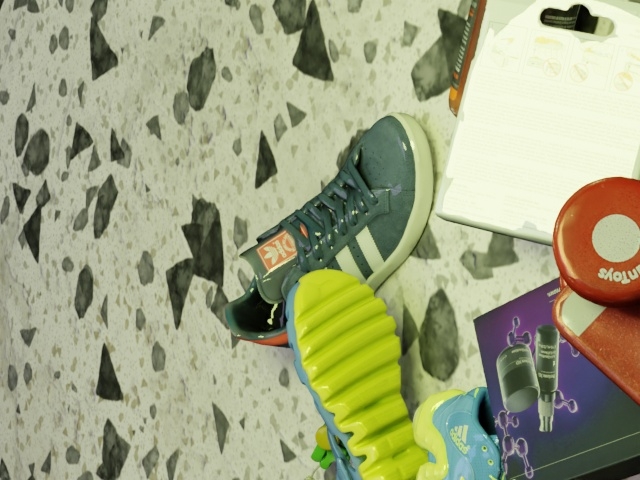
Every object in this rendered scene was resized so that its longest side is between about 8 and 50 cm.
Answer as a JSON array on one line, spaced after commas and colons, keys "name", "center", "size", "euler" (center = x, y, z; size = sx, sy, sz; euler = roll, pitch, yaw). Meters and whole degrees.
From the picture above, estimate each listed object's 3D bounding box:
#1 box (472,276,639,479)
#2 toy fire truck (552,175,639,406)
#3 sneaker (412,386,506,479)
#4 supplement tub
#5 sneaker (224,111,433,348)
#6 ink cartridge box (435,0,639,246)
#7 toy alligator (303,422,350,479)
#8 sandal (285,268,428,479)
[{"name": "box", "center": [0.268, 0.119, 1.605], "size": [0.261, 0.103, 0.184], "euler": [-33, 65, 52]}, {"name": "toy fire truck", "center": [0.339, 0.022, 1.395], "size": [0.302, 0.169, 0.254], "euler": [-45, 73, -4]}, {"name": "sneaker", "center": [0.158, 0.257, 1.778], "size": [0.126, 0.091, 0.240], "euler": [-38, 58, 50]}, {"name": "supplement tub", "center": [0.186, -0.173, 1.728], "size": [0.106, 0.106, 0.198], "euler": [37, 120, 51]}, {"name": "sneaker", "center": [0.000, 0.000, 1.972], "size": [0.131, 0.148, 0.350], "euler": [61, 136, 38]}, {"name": "ink cartridge box", "center": [0.225, -0.112, 1.646], "size": [0.189, 0.066, 0.232], "euler": [14, 87, 23]}, {"name": "toy alligator", "center": [0.024, 0.228, 2.025], "size": [0.051, 0.056, 0.190], "euler": [24, 115, 11]}, {"name": "sandal", "center": [0.037, 0.186, 1.907], "size": [0.138, 0.126, 0.317], "euler": [-36, 72, 62]}]
